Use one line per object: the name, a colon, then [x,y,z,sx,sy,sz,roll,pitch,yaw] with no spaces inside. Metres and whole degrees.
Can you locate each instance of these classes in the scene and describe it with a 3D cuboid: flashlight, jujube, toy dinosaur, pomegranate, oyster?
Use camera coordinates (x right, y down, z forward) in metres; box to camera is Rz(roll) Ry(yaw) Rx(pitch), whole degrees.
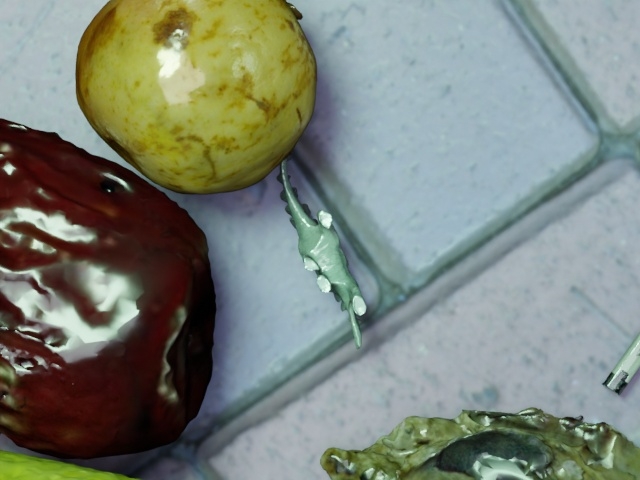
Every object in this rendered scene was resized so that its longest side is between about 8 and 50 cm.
flashlight: [0.289,0.103,1.513,0.018,0.018,0.083,35,92,0]
jujube: [-0.257,0.035,1.439,0.377,0.258,0.258,29,92,-1]
toy dinosaur: [-0.002,0.000,1.498,0.039,0.082,0.209,-21,87,-1]
pomegranate: [-0.104,-0.150,1.437,0.215,0.215,0.215,0,90,3]
oyster: [0.185,0.237,1.486,0.361,0.096,0.221,29,85,0]

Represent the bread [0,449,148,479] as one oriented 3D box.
bread: [-0.263,0.345,1.389,0.308,0.348,0.348,14,91,8]
